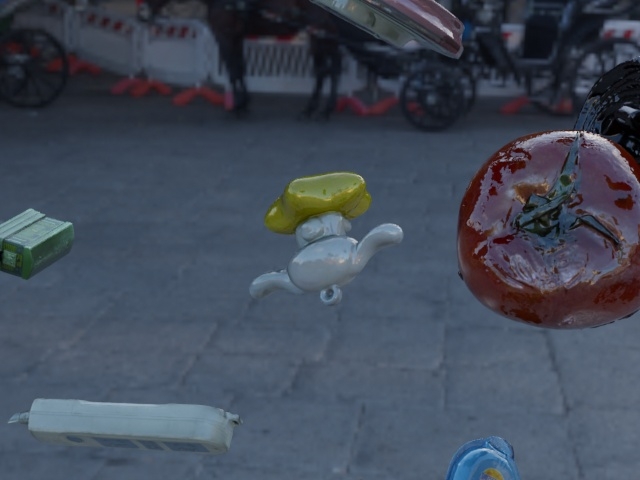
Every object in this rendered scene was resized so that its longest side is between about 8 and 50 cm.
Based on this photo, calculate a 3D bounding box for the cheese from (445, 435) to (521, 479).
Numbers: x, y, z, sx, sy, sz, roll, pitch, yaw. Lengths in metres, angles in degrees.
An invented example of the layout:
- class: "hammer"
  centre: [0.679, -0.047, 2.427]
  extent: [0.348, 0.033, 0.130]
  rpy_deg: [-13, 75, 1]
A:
- class: "cheese"
  centre: [0.162, 0.332, 1.306]
  extent: [0.106, 0.256, 0.037]
  rpy_deg: [33, -27, -17]

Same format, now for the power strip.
- class: "power strip"
  centre: [-0.154, 0.144, 0.910]
  extent: [0.191, 0.030, 0.047]
  rpy_deg: [0, -24, 13]

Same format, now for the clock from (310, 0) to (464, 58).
- class: "clock"
  centre: [0.040, -0.252, 1.222]
  extent: [0.244, 0.056, 0.244]
  rpy_deg: [29, 6, -3]

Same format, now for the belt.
- class: "belt"
  centre: [0.419, -0.106, 1.382]
  extent: [0.164, 0.184, 0.289]
  rpy_deg: [25, 9, -16]

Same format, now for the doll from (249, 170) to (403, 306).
- class: "doll"
  centre: [0.007, -0.003, 0.950]
  extent: [0.135, 0.113, 0.071]
  rpy_deg: [1, -21, 36]

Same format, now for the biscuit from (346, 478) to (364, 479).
- class: "biscuit"
  centre: [0.061, 0.380, 1.054]
  extent: [0.057, 0.351, 0.312]
  rpy_deg: [-13, 44, -2]

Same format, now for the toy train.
- class: "toy train"
  centre: [-0.267, 0.004, 1.070]
  extent: [0.056, 0.038, 0.093]
  rpy_deg: [17, 22, 13]

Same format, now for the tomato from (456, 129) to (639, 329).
- class: "tomato"
  centre: [0.247, -0.014, 1.212]
  extent: [0.228, 0.228, 0.101]
  rpy_deg: [5, -13, 12]
